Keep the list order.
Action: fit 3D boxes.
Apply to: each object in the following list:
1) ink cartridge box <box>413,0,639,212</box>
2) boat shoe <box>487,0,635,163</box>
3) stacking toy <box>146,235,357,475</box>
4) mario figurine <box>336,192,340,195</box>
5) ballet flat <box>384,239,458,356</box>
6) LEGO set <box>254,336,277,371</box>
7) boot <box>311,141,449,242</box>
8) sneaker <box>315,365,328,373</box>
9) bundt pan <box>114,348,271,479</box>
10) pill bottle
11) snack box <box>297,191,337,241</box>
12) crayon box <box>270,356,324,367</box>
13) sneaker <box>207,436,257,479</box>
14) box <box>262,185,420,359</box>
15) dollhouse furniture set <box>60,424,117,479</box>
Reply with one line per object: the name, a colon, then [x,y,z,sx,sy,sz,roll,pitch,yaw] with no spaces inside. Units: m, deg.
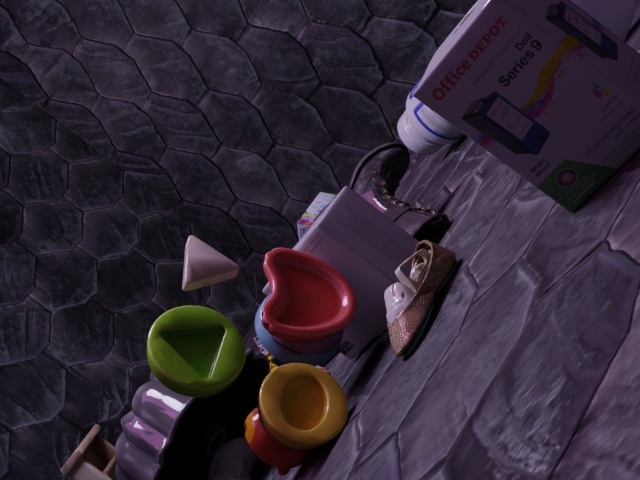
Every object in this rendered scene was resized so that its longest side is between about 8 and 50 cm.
ink cartridge box: [0.226,-0.155,1.179,0.154,0.212,0.093,-49,5,41]
boat shoe: [0.331,-0.242,1.643,0.301,0.108,0.102,-59,4,12]
stacking toy: [-0.099,0.156,1.611,0.130,0.280,0.309,115,170,-47]
mario figurine: [0.039,-0.024,2.573,0.320,0.170,0.198,118,152,-62]
ballet flat: [0.119,0.070,1.522,0.073,0.067,0.206,-49,6,39]
LEGO set: [-0.136,0.228,2.475,0.287,0.132,0.107,-15,7,20]
boot: [0.128,-0.048,1.939,0.229,0.091,0.263,17,60,48]
sneaker: [-0.023,0.239,1.938,0.158,0.061,0.064,-92,12,-86]
bundt pan: [-0.218,0.308,1.920,0.331,0.124,0.330,-44,-33,-38]
pill bottle: [0.274,-0.297,2.444,0.152,0.152,0.272,-56,5,-39]
snack box: [0.000,0.000,2.061,0.100,0.037,0.141,-56,-30,-45]
crayon box: [0.049,0.096,2.041,0.323,0.083,0.203,-48,6,48]
sneaker: [-0.138,0.383,1.849,0.094,0.080,0.212,-21,14,33]
box: [0.043,0.051,1.763,0.181,0.182,0.119,-49,4,40]
dollhouse furniture set: [-0.339,0.408,2.559,0.394,0.256,0.362,-52,4,10]
